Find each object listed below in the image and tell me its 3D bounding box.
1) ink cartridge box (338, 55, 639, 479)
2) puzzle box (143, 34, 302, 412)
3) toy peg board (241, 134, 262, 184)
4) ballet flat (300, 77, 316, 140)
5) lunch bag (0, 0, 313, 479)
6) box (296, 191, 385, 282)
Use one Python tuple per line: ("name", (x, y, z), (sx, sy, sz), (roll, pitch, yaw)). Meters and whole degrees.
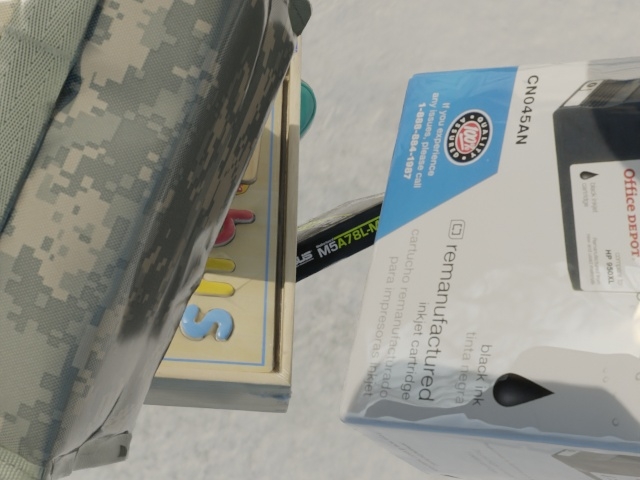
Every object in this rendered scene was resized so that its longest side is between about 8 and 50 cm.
("ink cartridge box", (0.242, 0.027, 0.802), (0.395, 0.285, 0.166), (0, 157, 32))
("puzzle box", (-0.151, -0.061, 0.934), (0.272, 0.409, 0.052), (4, 147, -7))
("toy peg board", (-0.118, -0.123, 0.847), (0.161, 0.079, 0.161), (7, 81, -3))
("ballet flat", (-0.179, -0.112, 1.634), (0.139, 0.400, 0.139), (38, 153, 23))
("lunch bag", (-0.179, -0.064, 0.479), (0.287, 0.169, 0.235), (23, 87, 7))
("box", (0.000, 0.000, 1.268), (0.184, 0.191, 0.045), (-23, 95, -21))
